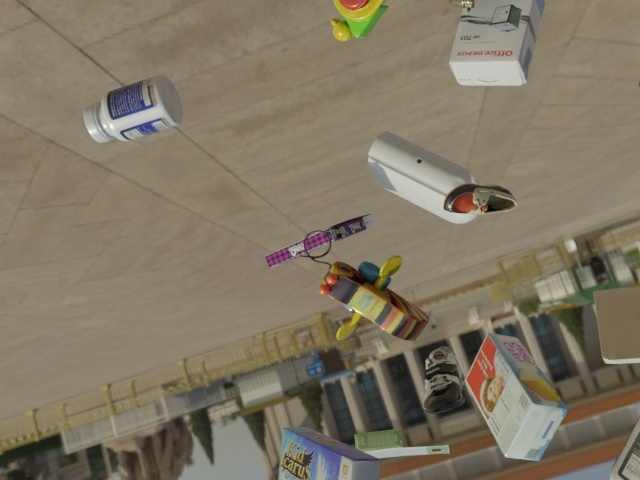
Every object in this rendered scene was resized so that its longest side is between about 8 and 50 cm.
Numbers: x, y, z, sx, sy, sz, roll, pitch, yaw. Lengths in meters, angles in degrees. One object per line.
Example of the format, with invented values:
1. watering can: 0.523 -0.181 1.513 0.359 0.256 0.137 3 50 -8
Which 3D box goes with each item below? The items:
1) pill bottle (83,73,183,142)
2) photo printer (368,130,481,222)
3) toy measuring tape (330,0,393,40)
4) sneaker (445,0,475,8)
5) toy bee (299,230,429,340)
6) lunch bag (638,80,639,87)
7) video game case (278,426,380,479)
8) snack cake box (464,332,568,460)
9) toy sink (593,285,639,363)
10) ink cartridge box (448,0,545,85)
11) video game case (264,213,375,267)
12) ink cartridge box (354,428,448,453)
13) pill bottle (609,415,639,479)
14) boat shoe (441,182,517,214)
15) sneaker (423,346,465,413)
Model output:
1. pill bottle: -0.401 -0.275 1.339 0.187 0.111 0.112 -15 170 11
2. photo printer: 0.288 -0.154 1.668 0.107 0.308 0.256 -60 164 -5
3. toy measuring tape: 0.118 -0.534 1.208 0.121 0.121 0.330 -5 142 -51
4. sneaker: 0.320 -0.506 1.188 0.188 0.071 0.066 -45 150 -5
5. toy bee: 0.062 0.106 1.219 0.299 0.195 0.162 15 -169 19
6. lunch bag: 1.062 -0.490 1.825 0.176 0.090 0.219 -44 -163 -22
7. video game case: 0.000 0.485 1.125 0.061 0.244 0.270 10 172 -28
8. snack cake box: 0.438 0.351 1.433 0.089 0.152 0.264 11 -156 -13
9. toy sink: 0.857 0.260 1.735 0.153 0.234 0.131 -10 135 24
10. ink cartridge box: 0.347 -0.408 1.227 0.140 0.190 0.082 8 163 30
11. video game case: 0.000 0.000 1.664 0.232 0.041 0.210 -23 178 35
12. ink cartridge box: 0.219 0.541 1.664 0.235 0.056 0.171 -9 154 8
13. pill bottle: 0.748 0.497 1.362 0.318 0.176 0.176 -65 160 5
14. boat shoe: 0.249 -0.061 0.977 0.137 0.043 0.049 -7 130 -33
15. sneaker: 0.353 0.405 1.853 0.123 0.146 0.330 -18 -178 15
